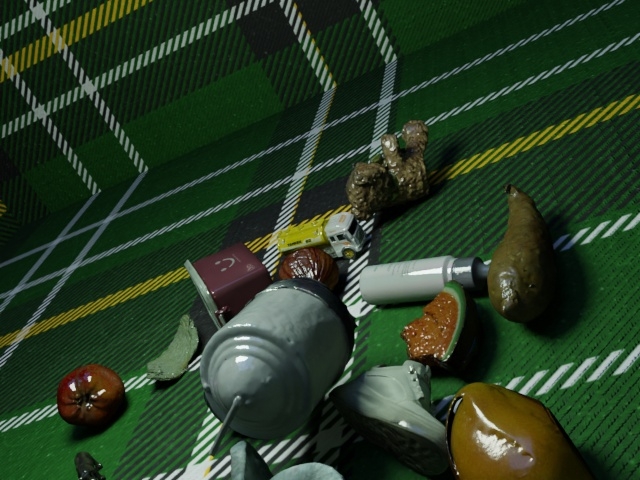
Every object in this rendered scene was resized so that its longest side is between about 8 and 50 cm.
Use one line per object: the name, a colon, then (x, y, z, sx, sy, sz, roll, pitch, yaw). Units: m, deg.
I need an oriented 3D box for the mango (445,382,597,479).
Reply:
mango: (0.263, 0.298, 1.034, 0.166, 0.136, 0.236, -33, 42, 7)

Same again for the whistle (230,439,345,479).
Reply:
whistle: (-0.052, 0.441, 1.107, 0.188, 0.168, 0.405, -42, 23, -27)

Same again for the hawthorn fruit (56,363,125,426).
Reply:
hawthorn fruit: (-0.558, 0.373, 1.836, 0.163, 0.162, 0.203, -30, 6, -1)

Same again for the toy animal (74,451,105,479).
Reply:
toy animal: (-0.497, 0.501, 1.595, 0.047, 0.065, 0.136, -35, 26, -10)

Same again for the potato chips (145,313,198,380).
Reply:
potato chips: (-0.378, 0.283, 1.892, 0.167, 0.059, 0.228, -17, 32, 39)

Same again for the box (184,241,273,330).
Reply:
box: (-0.209, 0.130, 1.854, 0.168, 0.193, 0.294, -26, 23, -12)

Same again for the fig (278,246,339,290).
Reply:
fig: (-0.022, 0.111, 1.758, 0.146, 0.134, 0.201, -34, 32, 12)

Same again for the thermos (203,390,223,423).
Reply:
thermos: (-0.115, 0.263, 1.561, 0.286, 0.145, 0.182, -52, -1, -43)

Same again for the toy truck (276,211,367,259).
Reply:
toy truck: (0.000, 0.000, 1.945, 0.227, 0.114, 0.098, -16, 28, 28)

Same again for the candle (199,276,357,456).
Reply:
candle: (-0.076, 0.208, 1.294, 0.221, 0.221, 0.342, -19, 9, 22)

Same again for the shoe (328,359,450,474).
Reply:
shoe: (0.149, 0.275, 1.257, 0.159, 0.124, 0.316, -39, 23, -23)

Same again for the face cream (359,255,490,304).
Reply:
face cream: (0.230, 0.081, 1.569, 0.311, 0.092, 0.092, -10, 31, 38)

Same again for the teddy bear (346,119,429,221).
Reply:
teddy bear: (0.173, -0.188, 2.008, 0.223, 0.246, 0.296, 8, 44, -9)

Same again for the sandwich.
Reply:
sandwich: (0.239, 0.182, 1.399, 0.159, 0.079, 0.235, -36, 20, 11)

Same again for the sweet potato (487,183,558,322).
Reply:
sweet potato: (0.396, 0.024, 1.451, 0.131, 0.130, 0.422, -16, 27, 27)
